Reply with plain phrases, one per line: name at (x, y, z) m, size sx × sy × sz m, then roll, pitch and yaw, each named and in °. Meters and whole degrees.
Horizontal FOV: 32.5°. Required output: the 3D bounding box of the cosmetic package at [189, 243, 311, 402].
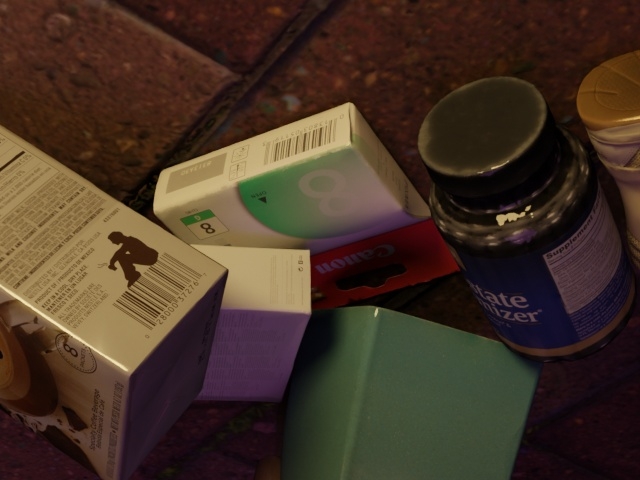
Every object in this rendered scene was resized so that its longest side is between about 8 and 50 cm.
cosmetic package at (-0.070, 0.078, 0.951) m, size 0.098 × 0.060 × 0.239 m, roll 1°, pitch 155°, yaw -8°

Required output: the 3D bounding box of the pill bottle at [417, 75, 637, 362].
pill bottle at (0.154, -0.014, 0.821) m, size 0.122 × 0.123 × 0.219 m, roll -14°, pitch 136°, yaw 21°

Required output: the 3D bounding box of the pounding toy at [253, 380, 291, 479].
pounding toy at (-0.026, 0.227, 1.117) m, size 0.154 × 0.154 × 0.269 m, roll -4°, pitch 158°, yaw 10°

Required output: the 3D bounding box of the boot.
boot at (0.331, -0.052, 0.774) m, size 0.262 × 0.095 × 0.203 m, roll -8°, pitch 137°, yaw 23°

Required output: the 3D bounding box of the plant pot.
plant pot at (0.058, 0.191, 0.941) m, size 0.165 × 0.234 × 0.165 m, roll 17°, pitch 170°, yaw -19°

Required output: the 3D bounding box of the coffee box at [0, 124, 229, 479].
coffee box at (-0.230, 0.028, 0.815) m, size 0.297 × 0.119 × 0.168 m, roll 31°, pitch 141°, yaw 12°

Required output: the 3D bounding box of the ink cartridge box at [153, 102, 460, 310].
ink cartridge box at (0.000, 0.000, 0.906) m, size 0.181 × 0.056 × 0.225 m, roll -18°, pitch 134°, yaw 25°
